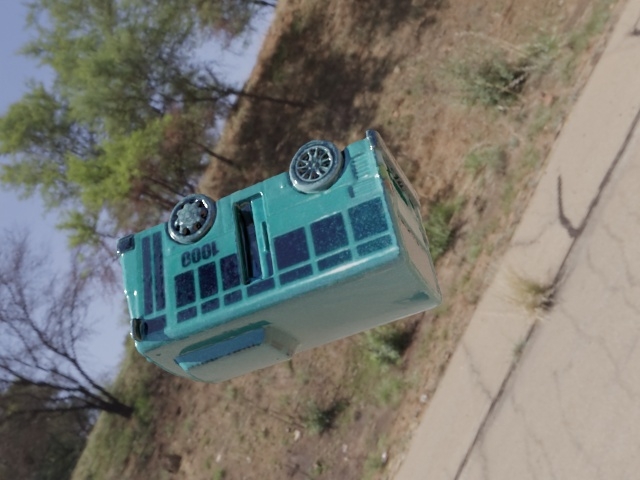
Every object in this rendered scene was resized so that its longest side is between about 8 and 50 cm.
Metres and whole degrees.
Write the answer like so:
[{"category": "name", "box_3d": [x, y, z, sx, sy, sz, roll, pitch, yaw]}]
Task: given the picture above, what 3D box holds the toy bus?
[{"category": "toy bus", "box_3d": [-0.038, 0.026, 0.598, 0.128, 0.256, 0.147, 45, -152, -54]}]
